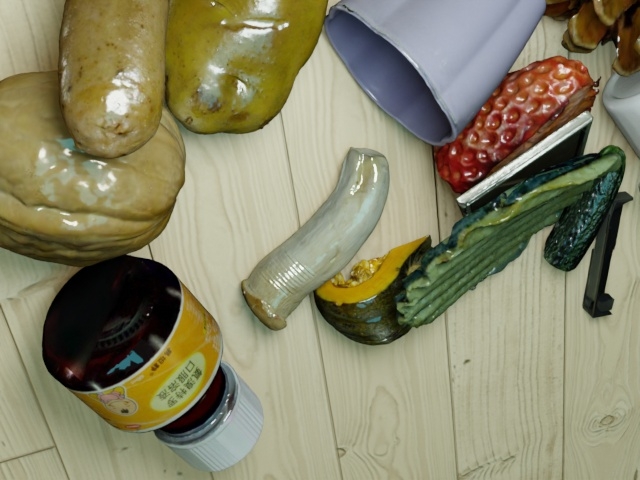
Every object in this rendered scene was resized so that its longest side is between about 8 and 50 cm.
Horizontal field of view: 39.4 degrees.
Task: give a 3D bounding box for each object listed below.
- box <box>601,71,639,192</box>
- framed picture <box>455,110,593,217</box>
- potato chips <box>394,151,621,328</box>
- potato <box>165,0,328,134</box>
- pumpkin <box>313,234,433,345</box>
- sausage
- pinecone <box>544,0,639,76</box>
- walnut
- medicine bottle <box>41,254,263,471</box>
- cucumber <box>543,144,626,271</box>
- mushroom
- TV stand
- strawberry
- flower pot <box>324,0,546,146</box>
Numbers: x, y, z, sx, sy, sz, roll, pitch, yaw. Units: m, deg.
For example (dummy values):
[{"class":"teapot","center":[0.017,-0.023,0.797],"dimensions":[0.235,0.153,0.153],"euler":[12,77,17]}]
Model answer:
[{"class":"box","center":[0.601,-0.208,1.454],"dimensions":[0.206,0.291,0.262],"euler":[43,76,-18]},{"class":"framed picture","center":[0.329,-0.094,1.450],"dimensions":[0.232,0.024,0.315],"euler":[-34,167,5]},{"class":"potato chips","center":[0.302,-0.006,1.459],"dimensions":[0.429,0.070,0.358],"euler":[-31,162,-19]},{"class":"potato","center":[-0.099,-0.320,1.240],"dimensions":[0.369,0.196,0.176],"euler":[-64,160,13]},{"class":"pumpkin","center":[0.121,0.097,1.555],"dimensions":[0.248,0.126,0.131],"euler":[-24,125,-4]},{"class":"sausage","center":[-0.232,-0.342,1.087],"dimensions":[0.123,0.136,0.500],"euler":[21,73,-50]},{"class":"pinecone","center":[0.504,-0.388,1.255],"dimensions":[0.385,0.384,0.384],"euler":[-8,121,-14]},{"class":"walnut","center":[-0.343,-0.098,1.214],"dimensions":[0.313,0.277,0.251],"euler":[9,78,-15]},{"class":"medicine bottle","center":[-0.243,0.212,1.449],"dimensions":[0.242,0.242,0.395],"euler":[-36,134,4]},{"class":"cucumber","center":[0.483,-0.060,1.613],"dimensions":[0.075,0.074,0.241],"euler":[14,113,-24]},{"class":"mushroom","center":[0.000,0.000,1.483],"dimensions":[0.123,0.095,0.351],"euler":[35,102,-13]},{"class":"TV stand","center":[0.548,0.029,1.704],"dimensions":[0.049,0.040,0.256],"euler":[-8,121,-14]},{"class":"strawberry","center":[0.283,-0.184,1.388],"dimensions":[0.253,0.150,0.280],"euler":[-33,164,0]},{"class":"flower pot","center":[0.175,-0.310,1.279],"dimensions":[0.243,0.265,0.265],"euler":[-46,123,-4]}]
